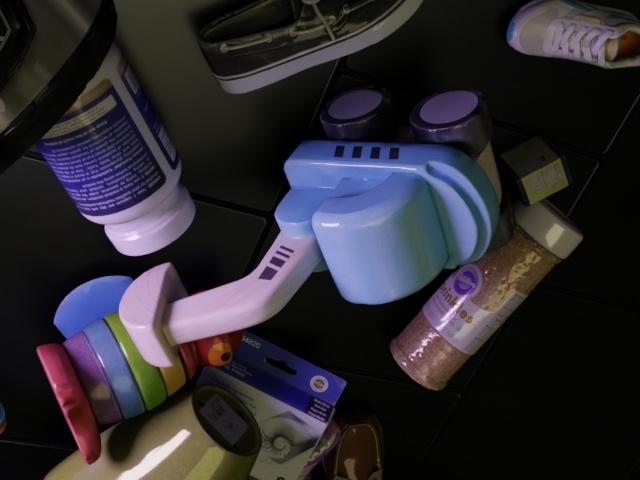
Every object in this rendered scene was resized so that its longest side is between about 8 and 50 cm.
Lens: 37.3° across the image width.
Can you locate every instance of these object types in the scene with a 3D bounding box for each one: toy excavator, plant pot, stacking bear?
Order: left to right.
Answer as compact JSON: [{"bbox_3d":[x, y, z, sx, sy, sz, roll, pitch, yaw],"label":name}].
[{"bbox_3d":[-0.246,0.166,1.380,0.289,0.164,0.175,-24,132,-18],"label":"stacking bear"},{"bbox_3d":[-0.235,0.362,1.452,0.275,0.274,0.293,31,115,-31],"label":"plant pot"},{"bbox_3d":[0.000,0.000,1.278,0.433,0.445,0.222,5,132,31],"label":"toy excavator"}]

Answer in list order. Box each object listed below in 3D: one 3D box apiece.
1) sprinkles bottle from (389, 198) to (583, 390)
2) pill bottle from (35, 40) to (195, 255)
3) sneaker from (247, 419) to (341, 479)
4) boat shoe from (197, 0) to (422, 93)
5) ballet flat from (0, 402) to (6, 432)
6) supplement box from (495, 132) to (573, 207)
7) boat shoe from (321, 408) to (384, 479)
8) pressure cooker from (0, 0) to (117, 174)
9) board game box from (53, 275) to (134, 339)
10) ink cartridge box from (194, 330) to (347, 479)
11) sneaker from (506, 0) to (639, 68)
[{"bbox_3d":[0.267,0.085,1.553,0.121,0.121,0.355,30,109,-31],"label":"sprinkles bottle"},{"bbox_3d":[-0.274,-0.117,1.233,0.153,0.153,0.264,-26,125,-1],"label":"pill bottle"},{"bbox_3d":[-0.048,0.395,1.672,0.236,0.095,0.104,-41,131,16],"label":"sneaker"},{"bbox_3d":[-0.012,-0.301,1.227,0.306,0.113,0.105,-20,140,6],"label":"boat shoe"},{"bbox_3d":[-0.627,0.215,1.354,0.348,0.123,0.123,32,107,-25],"label":"ballet flat"},{"bbox_3d":[0.332,-0.110,1.474,0.083,0.083,0.056,-28,126,1],"label":"supplement box"},{"bbox_3d":[0.069,0.453,1.722,0.123,0.120,0.324,-8,123,-13],"label":"boat shoe"},{"bbox_3d":[-0.468,-0.268,0.948,0.376,0.369,0.420,-22,128,26],"label":"pressure cooker"},{"bbox_3d":[-0.320,0.118,1.437,0.133,0.033,0.168,-29,126,-1],"label":"board game box"},{"bbox_3d":[-0.101,0.277,1.547,0.223,0.045,0.224,26,112,0],"label":"ink cartridge box"},{"bbox_3d":[0.380,-0.297,1.368,0.229,0.092,0.087,-2,123,-16],"label":"sneaker"}]
